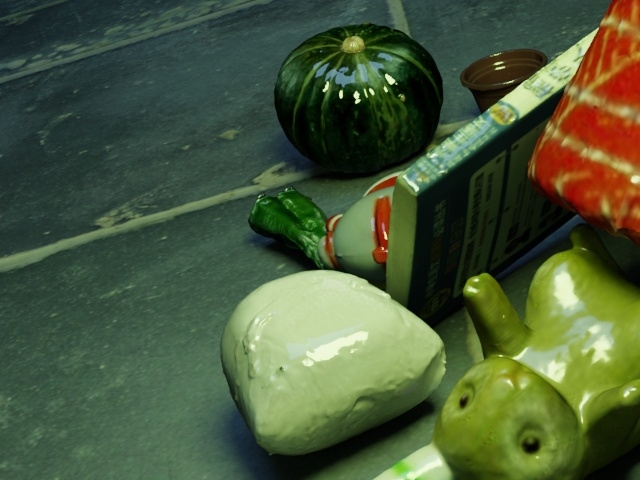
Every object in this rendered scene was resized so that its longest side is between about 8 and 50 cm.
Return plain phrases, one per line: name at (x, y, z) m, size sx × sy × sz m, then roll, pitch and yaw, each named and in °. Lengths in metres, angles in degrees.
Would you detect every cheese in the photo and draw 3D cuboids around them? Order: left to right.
cheese at (0.000, 0.114, 1.661) m, size 0.198 × 0.154 × 0.189 m, roll -21°, pitch 42°, yaw -17°

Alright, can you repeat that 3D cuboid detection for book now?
book at (0.235, -0.088, 1.748) m, size 0.428 × 0.300 × 0.039 m, roll -36°, pitch 65°, yaw -21°

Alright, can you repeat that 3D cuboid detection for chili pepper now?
chili pepper at (0.000, 0.000, 2.022) m, size 0.088 × 0.059 × 0.227 m, roll -16°, pitch 26°, yaw -22°

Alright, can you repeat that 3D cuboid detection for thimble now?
thimble at (0.383, -0.079, 1.549) m, size 0.350 × 0.230 × 0.350 m, roll 22°, pitch 9°, yaw -4°

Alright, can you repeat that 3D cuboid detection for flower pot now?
flower pot at (0.240, -0.179, 2.181) m, size 0.111 × 0.089 × 0.111 m, roll -14°, pitch 26°, yaw 7°

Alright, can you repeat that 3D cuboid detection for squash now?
squash at (0.050, -0.183, 2.223) m, size 0.218 × 0.172 × 0.218 m, roll -9°, pitch 25°, yaw 4°

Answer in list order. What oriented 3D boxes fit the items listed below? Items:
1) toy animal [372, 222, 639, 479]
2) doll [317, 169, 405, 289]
toy animal at (0.181, 0.140, 1.446) m, size 0.181 × 0.180 × 0.363 m, roll 31°, pitch 48°, yaw 32°
doll at (0.093, -0.015, 1.886) m, size 0.200 × 0.105 × 0.336 m, roll -13°, pitch 8°, yaw 10°
